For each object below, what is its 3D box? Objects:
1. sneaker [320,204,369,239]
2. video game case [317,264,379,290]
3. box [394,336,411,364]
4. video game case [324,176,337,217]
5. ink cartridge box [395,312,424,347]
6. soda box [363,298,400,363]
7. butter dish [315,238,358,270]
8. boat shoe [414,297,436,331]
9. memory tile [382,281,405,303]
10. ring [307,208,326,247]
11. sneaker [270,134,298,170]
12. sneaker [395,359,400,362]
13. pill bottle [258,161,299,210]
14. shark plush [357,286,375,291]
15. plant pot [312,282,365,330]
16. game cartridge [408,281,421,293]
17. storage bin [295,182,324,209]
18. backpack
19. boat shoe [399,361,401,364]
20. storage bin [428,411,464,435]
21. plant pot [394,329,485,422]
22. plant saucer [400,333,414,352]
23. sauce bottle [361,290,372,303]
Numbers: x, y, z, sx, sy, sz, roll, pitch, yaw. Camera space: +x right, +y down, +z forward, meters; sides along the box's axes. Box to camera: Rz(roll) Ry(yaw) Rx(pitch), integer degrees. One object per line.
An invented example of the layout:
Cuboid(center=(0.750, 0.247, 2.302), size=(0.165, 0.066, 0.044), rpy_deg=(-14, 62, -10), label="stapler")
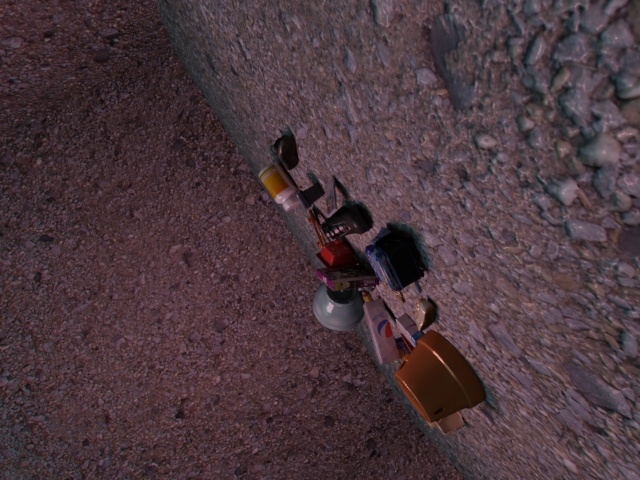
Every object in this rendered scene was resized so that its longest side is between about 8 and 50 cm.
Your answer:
Cuboid(center=(0.082, -0.051, 1.470), size=(0.109, 0.130, 0.286), rpy_deg=(59, 170, -7), label="sneaker")
Cuboid(center=(0.115, 0.159, 1.816), size=(0.232, 0.209, 0.042), rpy_deg=(-148, 55, -71), label="video game case")
Cuboid(center=(0.393, 0.528, 1.909), size=(0.169, 0.059, 0.054), rpy_deg=(-103, -15, -47), label="box")
Cuboid(center=(0.037, -0.153, 1.471), size=(0.087, 0.011, 0.122), rpy_deg=(137, 131, -66), label="video game case")
Cuboid(center=(0.365, 0.367, 1.680), size=(0.122, 0.052, 0.089), rpy_deg=(49, 168, 36), label="ink cartridge box")
Cuboid(center=(0.281, 0.423, 1.931), size=(0.098, 0.091, 0.287), rpy_deg=(88, 167, -74), label="soda box")
Cuboid(center=(0.078, 0.047, 1.887), size=(0.160, 0.160, 0.119), rpy_deg=(45, 140, 50), label="butter dish")
Cuboid(center=(0.338, 0.242, 1.362), size=(0.059, 0.062, 0.170), rpy_deg=(54, 162, 33), label="boat shoe")
Cuboid(center=(0.274, 0.175, 1.616), size=(0.148, 0.012, 0.113), rpy_deg=(46, 167, 49), label="memory tile")
Cuboid(center=(0.000, 0.000, 2.120), size=(0.336, 0.032, 0.337), rpy_deg=(-22, -90, -87), label="ring")
Cuboid(center=(-0.161, -0.387, 1.717), size=(0.130, 0.087, 0.227), rpy_deg=(48, 175, 11), label="sneaker")
Cuboid(center=(0.390, 0.553, 2.241), size=(0.209, 0.069, 0.082), rpy_deg=(61, 143, 37), label="sneaker")
Cuboid(center=(-0.209, -0.282, 2.199), size=(0.246, 0.136, 0.136), rpy_deg=(56, 171, 6), label="pill bottle")
Cuboid(center=(0.229, 0.196, 1.906), size=(0.067, 0.073, 0.161), rpy_deg=(31, 151, 7), label="shark plush")
Cuboid(center=(0.106, 0.302, 2.195), size=(0.293, 0.292, 0.196), rpy_deg=(52, 157, 27), label="plant pot")
Cuboid(center=(0.295, 0.137, 1.353), size=(0.056, 0.017, 0.083), rpy_deg=(64, 169, -20), label="game cartridge")
Cuboid(center=(-0.044, -0.197, 1.755), size=(0.098, 0.091, 0.135), rpy_deg=(57, 171, -6), label="storage bin")
Cuboid(center=(0.201, 0.047, 1.216), size=(0.158, 0.116, 0.173), rpy_deg=(62, 173, -27), label="backpack")
Cuboid(center=(0.443, 0.654, 2.302), size=(0.136, 0.050, 0.045), rpy_deg=(61, 175, -29), label="boat shoe")
Cuboid(center=(0.546, 0.797, 2.019), size=(0.261, 0.123, 0.262), rpy_deg=(54, 171, 15), label="storage bin")
Cuboid(center=(0.400, 0.497, 1.464), size=(0.291, 0.203, 0.291), rpy_deg=(54, 171, 12), label="plant pot")
Cuboid(center=(0.447, 0.538, 1.752), size=(0.259, 0.047, 0.259), rpy_deg=(59, -179, -16), label="plant saucer")
Cuboid(center=(0.232, 0.278, 2.136), size=(0.042, 0.042, 0.128), rpy_deg=(45, 163, 53), label="sauce bottle")
